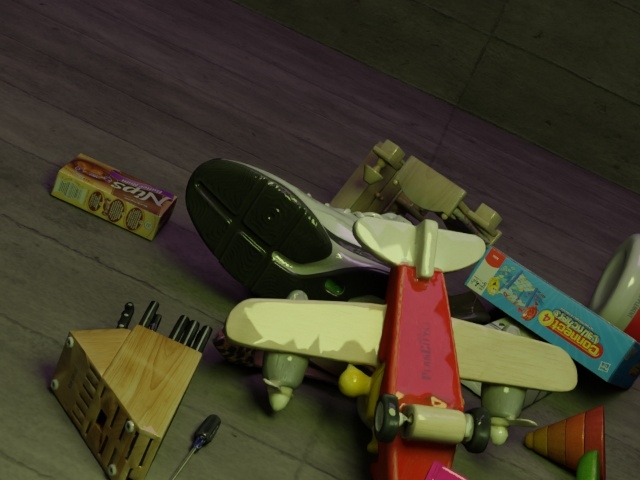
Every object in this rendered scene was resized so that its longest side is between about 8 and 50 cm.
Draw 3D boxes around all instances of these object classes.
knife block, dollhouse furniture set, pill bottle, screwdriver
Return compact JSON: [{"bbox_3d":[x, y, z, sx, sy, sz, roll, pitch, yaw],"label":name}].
[{"bbox_3d":[-0.199,0.182,1.376,0.242,0.088,0.276,2,31,-43],"label":"knife block"},{"bbox_3d":[0.200,-0.011,2.028,0.355,0.174,0.303,39,0,38],"label":"dollhouse furniture set"},{"bbox_3d":[0.773,0.168,2.227,0.408,0.229,0.229,25,22,2],"label":"pill bottle"},{"bbox_3d":[-0.160,0.264,1.338,0.024,0.025,0.170,28,31,5],"label":"screwdriver"}]

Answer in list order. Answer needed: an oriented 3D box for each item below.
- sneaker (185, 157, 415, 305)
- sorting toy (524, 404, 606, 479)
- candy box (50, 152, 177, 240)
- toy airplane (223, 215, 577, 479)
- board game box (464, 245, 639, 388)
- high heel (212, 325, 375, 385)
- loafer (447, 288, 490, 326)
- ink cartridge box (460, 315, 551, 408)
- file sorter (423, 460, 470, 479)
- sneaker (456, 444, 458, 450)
[{"bbox_3d":[0.000,0.001,1.757,0.447,0.169,0.257,34,21,-3],"label":"sneaker"},{"bbox_3d":[0.345,0.353,1.586,0.126,0.127,0.365,0,19,18],"label":"sorting toy"},{"bbox_3d":[-0.346,-0.075,1.846,0.187,0.053,0.109,24,22,0],"label":"candy box"},{"bbox_3d":[0.113,0.160,1.507,0.384,0.272,0.386,-35,71,-33],"label":"toy airplane"},{"bbox_3d":[0.442,0.146,1.999,0.302,0.086,0.308,35,5,24],"label":"board game box"},{"bbox_3d":[-0.026,0.166,1.575,0.186,0.093,0.261,29,13,27],"label":"high heel"},{"bbox_3d":[0.186,0.123,1.872,0.220,0.080,0.078,1,59,-31],"label":"loafer"},{"bbox_3d":[0.322,0.210,1.861,0.140,0.082,0.191,35,21,24],"label":"ink cartridge box"},{"bbox_3d":[0.186,0.413,1.136,0.291,0.182,0.202,29,21,9],"label":"file sorter"},{"bbox_3d":[0.181,0.269,1.643,0.057,0.047,0.119,12,22,-2],"label":"sneaker"}]
